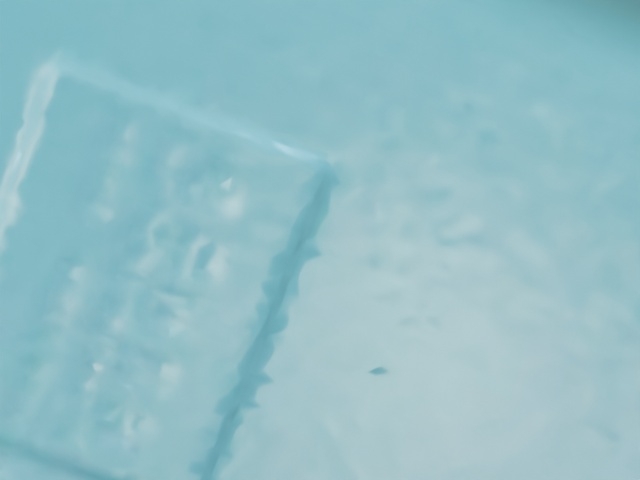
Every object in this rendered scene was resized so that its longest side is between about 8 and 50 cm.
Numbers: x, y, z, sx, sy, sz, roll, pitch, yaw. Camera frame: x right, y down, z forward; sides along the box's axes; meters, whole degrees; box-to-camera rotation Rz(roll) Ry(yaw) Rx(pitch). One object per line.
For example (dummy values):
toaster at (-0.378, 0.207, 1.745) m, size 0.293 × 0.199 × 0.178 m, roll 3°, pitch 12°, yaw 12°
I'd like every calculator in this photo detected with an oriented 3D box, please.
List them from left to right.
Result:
calculator at (0.031, 0.035, 0.486) m, size 0.386 × 0.256 × 0.054 m, roll 20°, pitch -160°, yaw -5°
